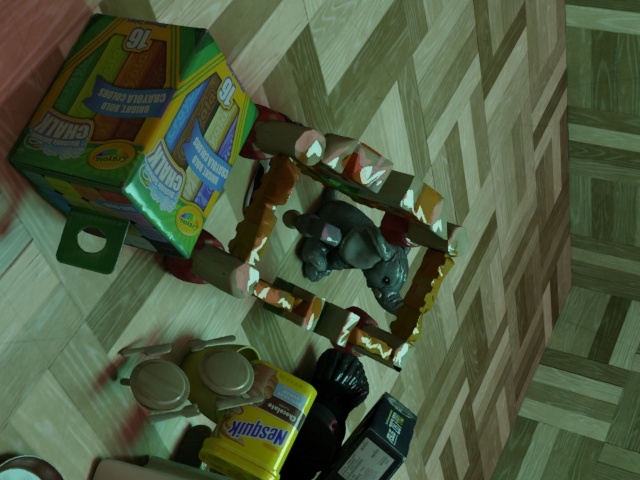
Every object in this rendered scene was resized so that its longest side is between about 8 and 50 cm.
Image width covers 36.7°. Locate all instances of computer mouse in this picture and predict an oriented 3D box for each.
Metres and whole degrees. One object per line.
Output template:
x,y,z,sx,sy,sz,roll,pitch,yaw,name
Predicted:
-0.074,-0.117,1.625,0.106,0.042,0.193,25,80,-64,computer mouse

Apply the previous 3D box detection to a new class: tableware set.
-0.189,0.210,1.416,0.194,0.128,0.039,-5,140,-33,tableware set

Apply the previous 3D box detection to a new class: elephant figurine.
0.100,0.026,1.815,0.169,0.239,0.186,-56,147,-34,elephant figurine

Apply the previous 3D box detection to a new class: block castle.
0.000,0.000,1.548,0.453,0.213,0.303,29,85,-40,block castle

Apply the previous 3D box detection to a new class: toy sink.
-0.231,0.419,1.454,0.131,0.234,0.152,145,-40,-85,toy sink

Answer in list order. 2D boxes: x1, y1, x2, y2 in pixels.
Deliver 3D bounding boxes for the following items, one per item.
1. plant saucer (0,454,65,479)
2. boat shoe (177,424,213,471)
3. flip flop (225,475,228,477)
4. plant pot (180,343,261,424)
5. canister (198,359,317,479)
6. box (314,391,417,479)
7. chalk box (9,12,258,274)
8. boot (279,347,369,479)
-0.383,0.357,1.219,0.168,0.029,0.168,22,64,-56,plant saucer
-0.214,0.392,1.577,0.178,0.064,0.060,-65,150,-26,boat shoe
-0.167,0.489,1.698,0.112,0.080,0.277,-93,-176,-58,flip flop
-0.170,0.221,1.544,0.134,0.095,0.134,-39,136,-50,plant pot
-0.093,0.281,1.478,0.170,0.126,0.073,-62,175,-30,canister
0.021,0.483,1.783,0.395,0.097,0.318,-53,172,8,box
-0.232,-0.101,1.168,0.289,0.180,0.179,-67,153,-21,chalk box
0.011,0.309,1.833,0.260,0.131,0.348,-52,174,-31,boot
